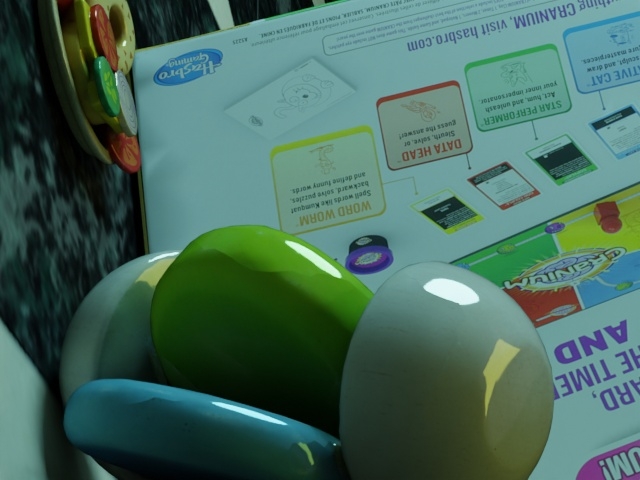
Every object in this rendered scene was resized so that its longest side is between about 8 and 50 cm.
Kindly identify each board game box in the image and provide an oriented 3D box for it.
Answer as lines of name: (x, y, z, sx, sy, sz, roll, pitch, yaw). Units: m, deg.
board game box: (0.056, 0.036, 0.739, 0.064, 0.242, 0.316, 69, 11, -54)

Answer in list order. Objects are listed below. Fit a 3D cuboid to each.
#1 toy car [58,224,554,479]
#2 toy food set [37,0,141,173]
toy car: (-0.015, 0.090, 0.560, 0.136, 0.159, 0.182, -38, 121, -42)
toy food set: (-0.083, -0.066, 0.714, 0.083, 0.020, 0.082, 56, 21, -74)
